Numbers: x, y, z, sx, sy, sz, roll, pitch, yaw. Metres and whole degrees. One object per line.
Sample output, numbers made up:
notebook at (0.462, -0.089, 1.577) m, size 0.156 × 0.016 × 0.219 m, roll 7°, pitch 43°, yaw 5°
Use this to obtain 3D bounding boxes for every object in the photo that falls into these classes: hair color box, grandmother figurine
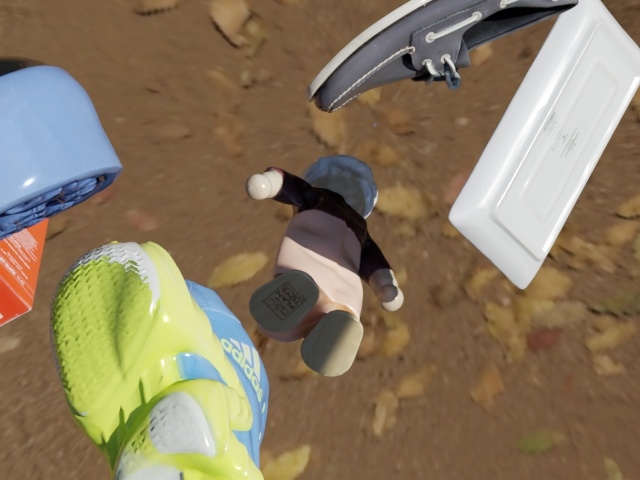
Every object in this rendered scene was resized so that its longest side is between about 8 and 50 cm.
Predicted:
hair color box at (-0.241, 0.006, 1.130) m, size 0.093 × 0.167 × 0.053 m, roll -29°, pitch 120°, yaw 15°
grandmother figurine at (0.000, 0.000, 1.741) m, size 0.104 × 0.342 × 0.208 m, roll -34°, pitch 106°, yaw 21°

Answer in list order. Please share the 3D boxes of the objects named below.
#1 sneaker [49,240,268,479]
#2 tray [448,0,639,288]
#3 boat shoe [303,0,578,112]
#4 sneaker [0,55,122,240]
sneaker at (-0.050, 0.117, 0.776) m, size 0.091 × 0.126 × 0.240 m, roll -16°, pitch 79°, yaw 23°
tray at (0.228, -0.097, 1.557) m, size 0.145 × 0.030 × 0.270 m, roll 40°, pitch 75°, yaw -41°
boat shoe at (0.086, -0.139, 1.134) m, size 0.206 × 0.075 × 0.065 m, roll -33°, pitch 87°, yaw -4°
sneaker at (-0.153, -0.022, 0.409) m, size 0.232 × 0.081 × 0.090 m, roll -15°, pitch 95°, yaw 33°
